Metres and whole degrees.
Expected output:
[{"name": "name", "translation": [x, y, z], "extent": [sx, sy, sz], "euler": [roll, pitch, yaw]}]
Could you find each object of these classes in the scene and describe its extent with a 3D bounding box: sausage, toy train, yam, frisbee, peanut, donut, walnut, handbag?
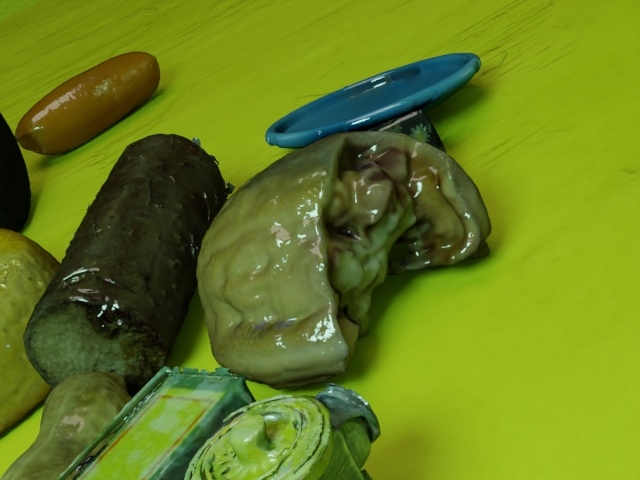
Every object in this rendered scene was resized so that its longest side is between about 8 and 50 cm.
[{"name": "sausage", "translation": [-0.334, -0.200, 1.346], "extent": [0.238, 0.098, 0.098], "euler": [-37, 31, -27]}, {"name": "toy train", "translation": [-0.069, 0.182, 0.472], "extent": [0.177, 0.134, 0.261], "euler": [-6, 31, 44]}, {"name": "yam", "translation": [-0.161, 0.013, 0.830], "extent": [0.131, 0.131, 0.279], "euler": [-15, 31, 16]}, {"name": "frisbee", "translation": [0.058, -0.140, 0.990], "extent": [0.242, 0.045, 0.242], "euler": [-21, 16, 6]}, {"name": "peanut", "translation": [-0.170, 0.158, 0.637], "extent": [0.089, 0.089, 0.192], "euler": [-16, 25, 14]}, {"name": "donut", "translation": [-0.347, 0.085, 0.856], "extent": [0.278, 0.108, 0.277], "euler": [-17, 29, 10]}, {"name": "walnut", "translation": [-0.004, -0.003, 0.725], "extent": [0.238, 0.141, 0.204], "euler": [-38, 27, -29]}, {"name": "handbag", "translation": [0.055, -0.080, 0.884], "extent": [0.115, 0.072, 0.139], "euler": [-25, 15, 6]}]

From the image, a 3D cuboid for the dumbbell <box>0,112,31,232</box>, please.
[{"name": "dumbbell", "translation": [-0.544, -0.052, 1.135], "extent": [0.323, 0.203, 0.203], "euler": [-20, 29, 6]}]
